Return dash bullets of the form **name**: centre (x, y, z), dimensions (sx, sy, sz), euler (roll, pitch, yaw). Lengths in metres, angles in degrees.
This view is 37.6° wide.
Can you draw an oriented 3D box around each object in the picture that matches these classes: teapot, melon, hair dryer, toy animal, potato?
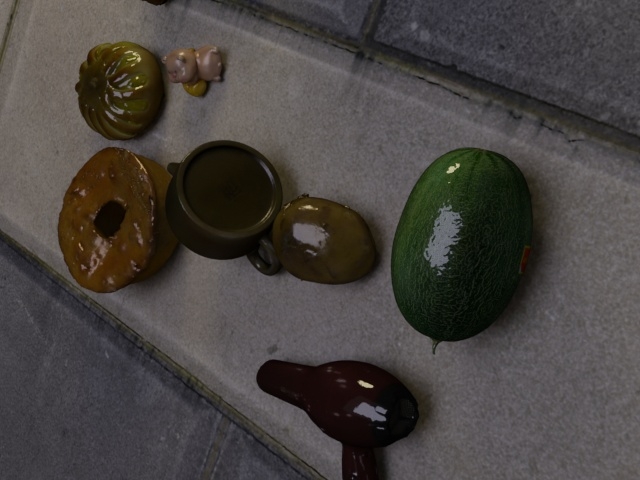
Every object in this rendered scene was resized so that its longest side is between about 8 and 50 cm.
- **teapot**: centre (-0.162, -0.044, 1.581), dimensions (0.267, 0.186, 0.175), euler (48, 153, 5)
- **melon**: centre (0.188, 0.016, 1.275), dimensions (0.182, 0.182, 0.287), euler (22, 99, 38)
- **hair dryer**: centre (0.028, 0.350, 1.453), dimensions (0.313, 0.123, 0.340), euler (0, 98, 50)
- **toy animal**: centre (-0.237, -0.311, 1.705), dimensions (0.114, 0.082, 0.091), euler (4, 90, 38)
- **potato**: centre (0.000, 0.000, 1.466), dimensions (0.176, 0.137, 0.137), euler (15, 97, 36)

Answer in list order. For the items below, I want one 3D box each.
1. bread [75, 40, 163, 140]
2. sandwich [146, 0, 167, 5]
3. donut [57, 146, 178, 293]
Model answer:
- **bread**: centre (-0.400, -0.292, 1.825), dimensions (0.213, 0.105, 0.213), euler (0, 90, 38)
- **sandwich**: centre (-0.248, -0.602, 1.729), dimensions (0.273, 0.095, 0.248), euler (-18, 72, 38)
- **donut**: centre (-0.370, -0.036, 1.776), dimensions (0.278, 0.108, 0.277), euler (-4, 84, 38)
